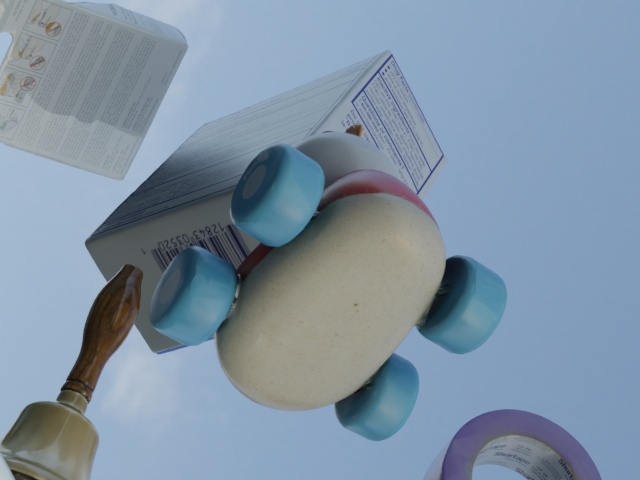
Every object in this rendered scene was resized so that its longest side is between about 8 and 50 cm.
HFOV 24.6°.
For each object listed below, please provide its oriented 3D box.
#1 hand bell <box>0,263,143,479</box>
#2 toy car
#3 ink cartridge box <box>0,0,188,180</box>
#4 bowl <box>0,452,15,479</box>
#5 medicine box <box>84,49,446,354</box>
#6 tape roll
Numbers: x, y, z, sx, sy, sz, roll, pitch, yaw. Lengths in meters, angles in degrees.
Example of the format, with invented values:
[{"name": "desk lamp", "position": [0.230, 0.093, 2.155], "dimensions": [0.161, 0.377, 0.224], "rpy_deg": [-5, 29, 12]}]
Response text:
[{"name": "hand bell", "position": [-0.196, 0.116, 1.190], "dimensions": [0.126, 0.126, 0.242], "rpy_deg": [-25, -146, 42]}, {"name": "toy car", "position": [0.000, 0.000, 1.192], "dimensions": [0.210, 0.219, 0.238], "rpy_deg": [-50, -155, 24]}, {"name": "ink cartridge box", "position": [-0.289, -0.186, 1.659], "dimensions": [0.189, 0.232, 0.066], "rpy_deg": [-61, -149, 18]}, {"name": "bowl", "position": [-0.280, 0.220, 0.890], "dimensions": [0.134, 0.298, 0.298], "rpy_deg": [-23, -126, 8]}, {"name": "medicine box", "position": [-0.049, -0.042, 1.521], "dimensions": [0.263, 0.149, 0.289], "rpy_deg": [-18, -160, 33]}, {"name": "tape roll", "position": [0.208, 0.284, 1.592], "dimensions": [0.080, 0.189, 0.189], "rpy_deg": [117, -32, -53]}]
